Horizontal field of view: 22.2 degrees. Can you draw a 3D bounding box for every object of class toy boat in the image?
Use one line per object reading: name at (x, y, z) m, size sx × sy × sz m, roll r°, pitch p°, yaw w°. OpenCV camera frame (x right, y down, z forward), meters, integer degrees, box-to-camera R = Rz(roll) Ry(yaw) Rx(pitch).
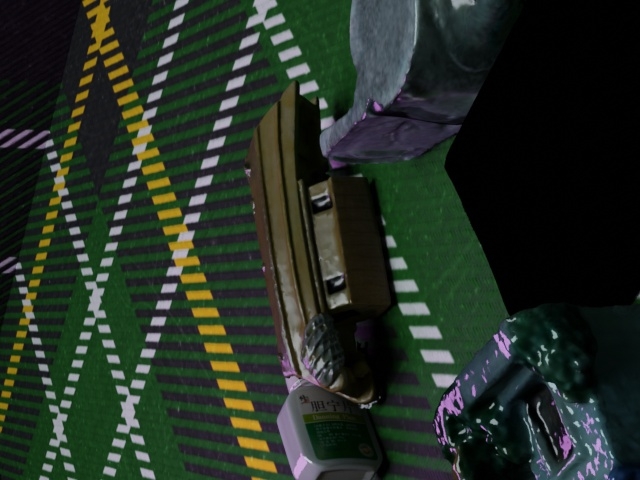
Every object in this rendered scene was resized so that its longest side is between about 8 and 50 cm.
toy boat at (0.000, 0.000, 2.161) m, size 0.162 × 0.136 × 0.446 m, roll -22°, pitch 66°, yaw 22°

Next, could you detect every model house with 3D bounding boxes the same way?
model house at (0.272, 0.257, 1.465) m, size 0.295 × 0.251 × 0.329 m, roll -56°, pitch 47°, yaw 49°

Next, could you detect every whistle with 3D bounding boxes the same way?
whistle at (0.125, -0.190, 1.866) m, size 0.405 × 0.168 × 0.188 m, roll 110°, pitch 151°, yaw -44°

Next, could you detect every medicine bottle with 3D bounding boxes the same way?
medicine bottle at (0.006, 0.246, 2.161) m, size 0.183 × 0.119 × 0.069 m, roll -111°, pitch 32°, yaw -42°

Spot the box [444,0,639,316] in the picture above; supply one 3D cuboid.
box at (0.267, -0.107, 1.585) m, size 0.341 × 0.143 × 0.225 m, roll 114°, pitch 147°, yaw -43°
